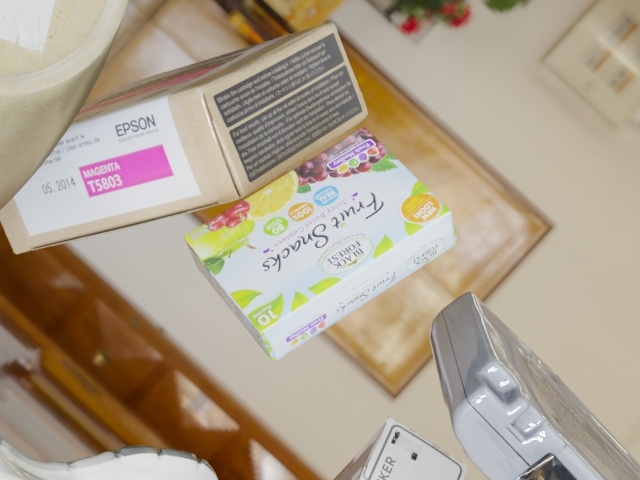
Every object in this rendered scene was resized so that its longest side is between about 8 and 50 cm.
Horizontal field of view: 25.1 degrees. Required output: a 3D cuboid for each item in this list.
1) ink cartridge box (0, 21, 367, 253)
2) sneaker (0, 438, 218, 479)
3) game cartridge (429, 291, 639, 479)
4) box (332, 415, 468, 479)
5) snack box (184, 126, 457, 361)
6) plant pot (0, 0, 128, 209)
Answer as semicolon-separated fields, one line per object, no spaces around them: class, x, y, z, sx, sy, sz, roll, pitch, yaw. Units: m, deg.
ink cartridge box;-0.112;-0.080;1.110;0.235;0.088;0.193;-12;-166;34
sneaker;-0.152;0.158;0.653;0.297;0.129;0.111;12;144;-42
game cartridge;0.183;0.170;0.946;0.062;0.297;0.198;-42;-169;6
box;0.008;0.307;1.300;0.290;0.087;0.169;-55;-177;43
snack box;0.000;0.000;0.907;0.141;0.100;0.037;-33;142;-12
plant pot;-0.205;-0.105;0.673;0.256;0.256;0.274;-48;-158;-30
